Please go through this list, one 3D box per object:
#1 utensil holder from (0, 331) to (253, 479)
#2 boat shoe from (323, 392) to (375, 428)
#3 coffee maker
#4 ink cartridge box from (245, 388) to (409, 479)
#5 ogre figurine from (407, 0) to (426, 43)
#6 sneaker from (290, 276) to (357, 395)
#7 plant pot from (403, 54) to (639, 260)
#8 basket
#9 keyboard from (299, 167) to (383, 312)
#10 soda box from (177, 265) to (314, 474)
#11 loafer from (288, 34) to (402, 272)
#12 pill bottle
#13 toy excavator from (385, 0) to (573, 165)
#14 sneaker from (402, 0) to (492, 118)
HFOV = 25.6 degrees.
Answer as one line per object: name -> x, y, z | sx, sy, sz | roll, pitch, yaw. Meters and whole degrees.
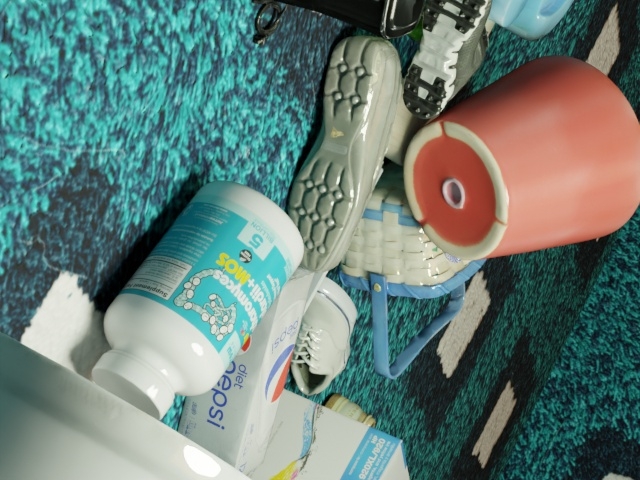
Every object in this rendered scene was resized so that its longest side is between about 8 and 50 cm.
utensil holder -> -0.283, 0.310, 1.245 | 0.385, 0.328, 0.327 | -59, 157, -12
boat shoe -> 0.050, 0.365, 2.360 | 0.104, 0.089, 0.285 | -56, 156, -27
coffee maker -> 0.025, -0.285, 1.560 | 0.120, 0.178, 0.171 | -48, 151, -39
ink cartridge box -> -0.016, 0.338, 1.992 | 0.168, 0.233, 0.171 | -59, 157, -25
ogre figurine -> 0.116, -0.333, 1.831 | 0.118, 0.097, 0.197 | -59, 151, 6
sneaker -> -0.003, 0.142, 2.019 | 0.091, 0.094, 0.258 | -60, 158, -29
plant pot -> 0.264, -0.098, 1.932 | 0.243, 0.275, 0.275 | -22, 133, -36
basket -> 0.142, 0.033, 2.104 | 0.255, 0.201, 0.289 | -43, 138, -47
keyboard -> 0.000, 0.000, 1.922 | 0.256, 0.072, 0.014 | -61, 146, -16
soda box -> -0.100, 0.160, 1.810 | 0.091, 0.098, 0.286 | -21, 129, -61
loafer -> 0.041, -0.111, 1.856 | 0.111, 0.112, 0.319 | -3, 113, -57
pill bottle -> -0.141, 0.070, 1.562 | 0.264, 0.146, 0.146 | -56, 155, -27
toy excavator -> 0.250, -0.345, 2.022 | 0.433, 0.222, 0.445 | -32, 149, -55
sneaker -> 0.178, -0.272, 1.815 | 0.106, 0.078, 0.234 | -34, 151, -49
